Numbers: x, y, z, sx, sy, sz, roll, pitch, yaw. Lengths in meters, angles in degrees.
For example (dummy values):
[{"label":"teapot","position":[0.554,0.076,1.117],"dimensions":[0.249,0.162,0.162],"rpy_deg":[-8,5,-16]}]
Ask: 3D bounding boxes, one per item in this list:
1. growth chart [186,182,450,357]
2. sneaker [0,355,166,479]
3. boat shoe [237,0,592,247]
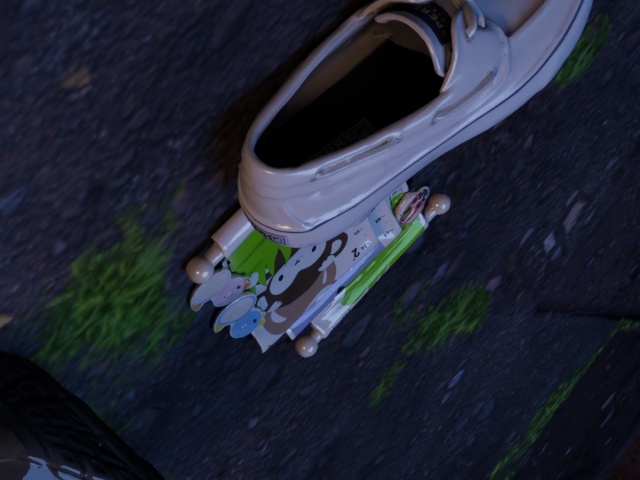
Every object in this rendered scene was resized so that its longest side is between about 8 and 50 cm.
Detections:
[{"label":"growth chart","position":[0.000,0.000,1.109],"dimensions":[0.172,0.021,0.237],"rpy_deg":[-49,158,-3]},{"label":"sneaker","position":[-0.146,0.159,0.962],"dimensions":[0.130,0.109,0.286],"rpy_deg":[-42,155,-8]},{"label":"boat shoe","position":[0.059,-0.099,0.970],"dimensions":[0.258,0.095,0.084],"rpy_deg":[-46,162,-17]}]
